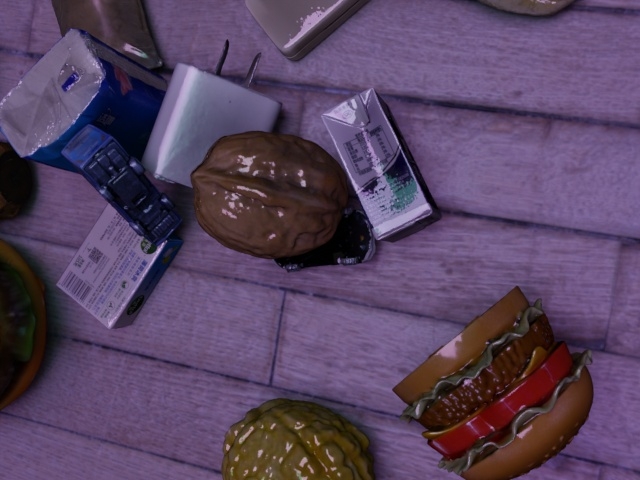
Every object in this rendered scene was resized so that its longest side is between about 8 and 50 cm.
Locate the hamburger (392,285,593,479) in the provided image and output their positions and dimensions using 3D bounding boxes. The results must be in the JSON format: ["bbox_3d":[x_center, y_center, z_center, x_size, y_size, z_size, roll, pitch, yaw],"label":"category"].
[{"bbox_3d":[0.257,0.220,1.033,0.274,0.274,0.212,-42,77,10],"label":"hamburger"}]

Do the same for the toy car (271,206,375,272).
[{"bbox_3d":[0.000,0.000,1.210,0.205,0.056,0.095,-8,88,36],"label":"toy car"}]

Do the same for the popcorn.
[{"bbox_3d":[-0.054,0.366,1.169,0.286,0.173,0.225,-18,68,24],"label":"popcorn"}]

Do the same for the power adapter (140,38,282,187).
[{"bbox_3d":[-0.173,-0.206,1.218,0.187,0.124,0.255,20,93,-13],"label":"power adapter"}]

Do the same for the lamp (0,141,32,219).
[{"bbox_3d":[-0.647,-0.112,1.351,0.185,0.161,0.161,-4,87,14],"label":"lamp"}]

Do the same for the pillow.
[{"bbox_3d":[-0.409,-0.433,1.335,0.184,0.075,0.302,-17,85,12],"label":"pillow"}]

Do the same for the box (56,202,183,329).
[{"bbox_3d":[-0.360,0.040,1.306,0.139,0.073,0.194,36,97,13],"label":"box"}]

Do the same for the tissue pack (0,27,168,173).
[{"bbox_3d":[-0.371,-0.210,1.216,0.209,0.269,0.137,-43,75,8],"label":"tissue pack"}]

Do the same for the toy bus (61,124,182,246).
[{"bbox_3d":[-0.310,-0.086,1.158,0.079,0.236,0.094,-44,58,-10],"label":"toy bus"}]

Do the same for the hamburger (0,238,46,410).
[{"bbox_3d":[-0.702,0.151,1.289,0.395,0.277,0.396,0,89,12],"label":"hamburger"}]

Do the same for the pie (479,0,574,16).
[{"bbox_3d":[0.333,-0.513,1.136,0.337,0.075,0.338,-1,88,15],"label":"pie"}]

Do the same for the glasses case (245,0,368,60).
[{"bbox_3d":[0.027,-0.450,1.219,0.313,0.070,0.131,-38,79,11],"label":"glasses case"}]

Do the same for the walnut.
[{"bbox_3d":[-0.077,-0.068,1.098,0.245,0.198,0.198,13,92,-17],"label":"walnut"}]

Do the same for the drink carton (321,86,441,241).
[{"bbox_3d":[0.097,-0.116,1.156,0.102,0.134,0.222,-27,81,15],"label":"drink carton"}]
